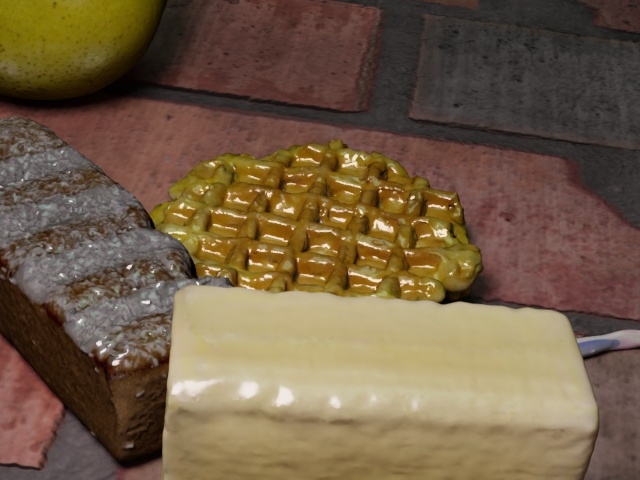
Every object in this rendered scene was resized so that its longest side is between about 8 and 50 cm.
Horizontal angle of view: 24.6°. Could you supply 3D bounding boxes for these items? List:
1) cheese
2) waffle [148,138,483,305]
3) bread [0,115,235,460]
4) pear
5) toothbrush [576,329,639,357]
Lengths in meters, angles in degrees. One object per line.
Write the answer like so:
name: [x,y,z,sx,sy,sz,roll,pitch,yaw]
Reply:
cheese: [0.027,0.156,0.983,0.266,0.242,0.124,4,42,-6]
waffle: [0.000,0.000,1.382,0.302,0.068,0.325,-15,41,-31]
bread: [-0.215,0.020,1.267,0.165,0.113,0.416,-17,39,-36]
pear: [-0.303,-0.281,1.576,0.294,0.294,0.294,5,33,-3]
toothbrush: [0.182,0.109,1.289,0.269,0.021,0.027,-10,42,-26]
